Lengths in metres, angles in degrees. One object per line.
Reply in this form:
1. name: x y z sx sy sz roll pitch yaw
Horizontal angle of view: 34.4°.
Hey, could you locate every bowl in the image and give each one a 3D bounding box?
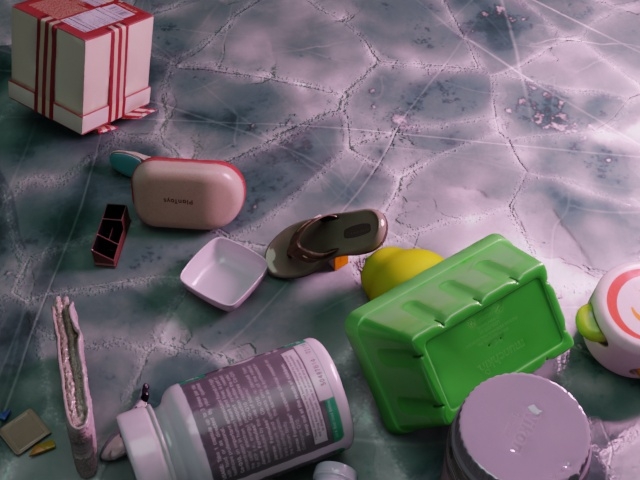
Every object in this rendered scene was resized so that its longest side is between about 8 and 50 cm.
1. bowl: -0.187 0.072 2.025 0.142 0.053 0.142 27 56 21

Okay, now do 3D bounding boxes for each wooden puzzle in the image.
1. wooden puzzle: -0.524 0.340 1.833 0.078 0.014 0.116 -26 55 -25

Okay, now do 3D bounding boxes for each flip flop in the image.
1. flip flop: 0.000 0.000 1.992 0.277 0.080 0.112 -15 72 33

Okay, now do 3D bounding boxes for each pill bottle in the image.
1. pill bottle: -0.143 0.313 1.729 0.361 0.204 0.204 -18 53 -15
2. pill bottle: 0.009 0.457 1.674 0.103 0.103 0.184 9 51 8

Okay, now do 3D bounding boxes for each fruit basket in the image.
1. fruit basket: 0.213 0.147 1.879 0.392 0.283 0.392 -22 12 5

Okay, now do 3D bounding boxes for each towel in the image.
1. towel: -0.423 0.251 1.794 0.049 0.187 0.282 -9 52 -12

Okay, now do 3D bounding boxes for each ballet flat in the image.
1. ballet flat: -0.372 -0.157 2.226 0.168 0.057 0.052 19 25 11

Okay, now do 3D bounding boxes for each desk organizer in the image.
1. desk organizer: -0.424 -0.011 2.097 0.047 0.050 0.130 5 51 5

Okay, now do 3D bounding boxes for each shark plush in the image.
1. shark plush: -0.341 0.314 1.829 0.067 0.073 0.161 -14 50 29

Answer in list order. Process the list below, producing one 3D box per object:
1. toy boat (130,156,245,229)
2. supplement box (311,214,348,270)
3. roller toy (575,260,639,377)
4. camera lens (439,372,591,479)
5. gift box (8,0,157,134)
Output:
1. toy boat: -0.267 -0.113 2.134 0.231 0.151 0.151 4 30 3
2. supplement box: 0.015 0.004 2.074 0.036 0.062 0.098 -30 57 -21
3. roller toy: 0.585 0.150 1.897 0.209 0.146 0.191 29 65 15
4. camera lens: 0.303 0.365 1.636 0.219 0.274 0.219 0 50 0
5. gift box: -0.507 -0.392 2.288 0.255 0.258 0.276 31 37 25
